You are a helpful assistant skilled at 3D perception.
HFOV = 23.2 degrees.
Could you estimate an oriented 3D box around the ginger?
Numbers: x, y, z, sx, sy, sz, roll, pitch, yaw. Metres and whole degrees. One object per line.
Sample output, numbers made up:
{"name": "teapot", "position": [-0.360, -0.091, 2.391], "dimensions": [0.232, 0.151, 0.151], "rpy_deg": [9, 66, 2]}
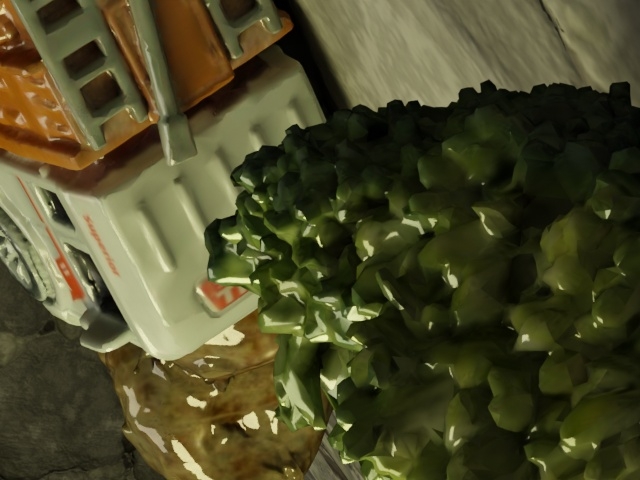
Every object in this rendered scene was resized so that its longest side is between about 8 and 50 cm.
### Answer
{"name": "ginger", "position": [-0.098, 0.057, 1.235], "dimensions": [0.375, 0.176, 0.256], "rpy_deg": [-145, 41, -66]}

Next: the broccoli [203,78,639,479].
{"name": "broccoli", "position": [0.084, 0.061, 0.399], "dimensions": [0.198, 0.176, 0.226], "rpy_deg": [-140, 33, -70]}

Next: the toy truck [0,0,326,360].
{"name": "toy truck", "position": [-0.120, -0.125, 0.751], "dimensions": [0.207, 0.173, 0.387], "rpy_deg": [24, 145, 54]}
